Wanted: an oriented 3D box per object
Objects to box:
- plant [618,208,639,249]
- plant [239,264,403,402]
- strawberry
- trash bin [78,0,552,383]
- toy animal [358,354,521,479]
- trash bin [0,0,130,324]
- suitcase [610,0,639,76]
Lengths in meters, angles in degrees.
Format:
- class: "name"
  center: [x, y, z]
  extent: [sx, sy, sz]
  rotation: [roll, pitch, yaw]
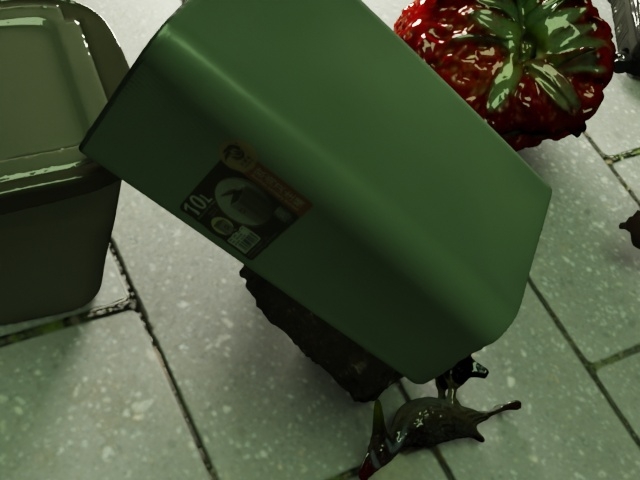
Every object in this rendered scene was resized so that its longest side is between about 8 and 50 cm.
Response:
- class: "plant"
  center: [0.513, -0.056, 1.142]
  extent: [0.178, 0.234, 0.204]
  rotation: [55, 34, 0]
- class: "plant"
  center: [0.000, 0.000, 0.953]
  extent: [0.321, 0.182, 0.194]
  rotation: [50, 38, 13]
- class: "strawberry"
  center: [0.214, -0.226, 1.188]
  extent: [0.261, 0.257, 0.261]
  rotation: [1, 84, -13]
- class: "trash bin"
  center: [0.015, -0.069, 0.777]
  extent: [0.343, 0.158, 0.223]
  rotation: [38, 46, -9]
- class: "toy animal"
  center: [0.111, 0.178, 0.942]
  extent: [0.202, 0.070, 0.105]
  rotation: [-28, 92, -32]
- class: "trash bin"
  center: [-0.290, -0.057, 0.881]
  extent: [0.219, 0.250, 0.220]
  rotation: [-10, 58, -21]
- class: "suitcase"
  center: [0.601, -0.336, 1.394]
  extent: [0.334, 0.152, 0.230]
  rotation: [12, 54, -8]
